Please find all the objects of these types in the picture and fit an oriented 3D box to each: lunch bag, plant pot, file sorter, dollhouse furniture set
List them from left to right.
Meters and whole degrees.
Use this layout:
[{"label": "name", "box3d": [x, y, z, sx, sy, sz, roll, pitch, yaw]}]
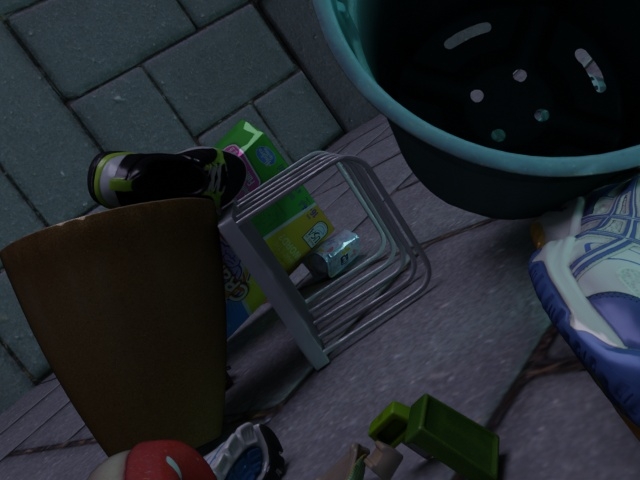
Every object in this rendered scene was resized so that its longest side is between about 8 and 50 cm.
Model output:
[{"label": "plant pot", "box3d": [-0.200, 0.107, 0.843, 0.237, 0.254, 0.237, -15, -6, -2]}, {"label": "file sorter", "box3d": [0.000, 0.000, 0.955, 0.173, 0.192, 0.277, -33, 10, -1]}, {"label": "lunch bag", "box3d": [0.019, 0.022, 1.184, 0.071, 0.053, 0.083, -38, 0, -26]}, {"label": "dollhouse furniture set", "box3d": [0.047, 0.164, 0.508, 0.151, 0.059, 0.076, -52, 8, 32]}, {"label": "plant pot", "box3d": [0.181, -0.177, 0.679, 0.341, 0.341, 0.334, -35, -14, 1]}]

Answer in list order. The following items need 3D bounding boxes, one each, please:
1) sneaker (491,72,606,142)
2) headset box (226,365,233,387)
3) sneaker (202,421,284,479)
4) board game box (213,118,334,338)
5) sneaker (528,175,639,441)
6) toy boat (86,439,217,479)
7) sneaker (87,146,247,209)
[{"label": "sneaker", "box3d": [0.318, -0.174, 1.116, 0.098, 0.083, 0.224, -13, -6, -44]}, {"label": "headset box", "box3d": [-0.154, 0.191, 1.018, 0.083, 0.032, 0.062, -36, 10, -11]}, {"label": "sneaker", "box3d": [-0.108, 0.228, 0.624, 0.083, 0.071, 0.191, -35, -1, 40]}, {"label": "board game box", "box3d": [-0.153, 0.014, 1.147, 0.316, 0.242, 0.064, -46, 45, -8]}, {"label": "sneaker", "box3d": [0.201, 0.014, 0.446, 0.131, 0.111, 0.296, -31, 11, 19]}, {"label": "toy boat", "box3d": [-0.063, 0.202, 0.449, 0.151, 0.150, 0.231, -6, 5, -12]}, {"label": "sneaker", "box3d": [-0.153, -0.061, 0.879, 0.097, 0.084, 0.235, 11, 14, 37]}]
